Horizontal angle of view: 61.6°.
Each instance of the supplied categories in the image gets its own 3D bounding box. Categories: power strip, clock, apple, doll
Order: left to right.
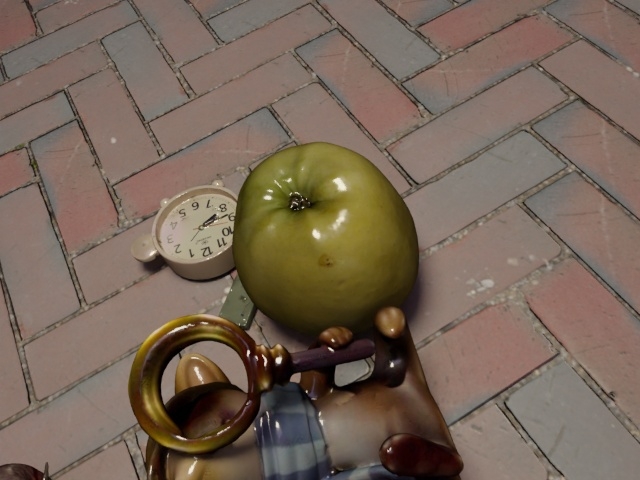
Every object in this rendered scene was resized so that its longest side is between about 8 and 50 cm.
[{"bbox_3d":[-0.188,-0.014,0.862,0.230,0.063,0.155,-20,55,-6],"label":"clock"},{"bbox_3d":[-0.114,0.081,0.812,0.051,0.019,0.136,11,61,15],"label":"power strip"},{"bbox_3d":[-0.018,0.213,0.577,0.340,0.209,0.317,-6,97,5],"label":"doll"},{"bbox_3d":[0.000,0.000,0.721,0.263,0.262,0.262,-5,58,7],"label":"apple"}]

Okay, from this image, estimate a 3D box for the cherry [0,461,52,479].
[{"bbox_3d":[-0.356,0.348,0.620,0.176,0.140,0.175,-1,72,2],"label":"cherry"}]
